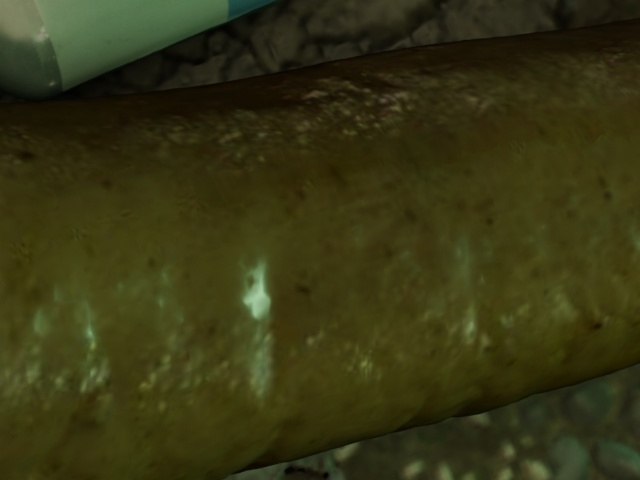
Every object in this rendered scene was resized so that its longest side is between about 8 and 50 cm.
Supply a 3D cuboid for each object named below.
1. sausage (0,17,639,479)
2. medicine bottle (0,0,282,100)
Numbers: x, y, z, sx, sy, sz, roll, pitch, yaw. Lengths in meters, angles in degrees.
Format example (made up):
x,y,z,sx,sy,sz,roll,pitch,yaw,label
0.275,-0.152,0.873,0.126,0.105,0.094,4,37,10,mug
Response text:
x,y,z,sx,sy,sz,roll,pitch,yaw,label
0.000,0.002,0.542,0.500,0.136,0.123,-10,57,-26,sausage
-0.088,-0.099,0.599,0.208,0.053,0.090,-25,94,-19,medicine bottle
